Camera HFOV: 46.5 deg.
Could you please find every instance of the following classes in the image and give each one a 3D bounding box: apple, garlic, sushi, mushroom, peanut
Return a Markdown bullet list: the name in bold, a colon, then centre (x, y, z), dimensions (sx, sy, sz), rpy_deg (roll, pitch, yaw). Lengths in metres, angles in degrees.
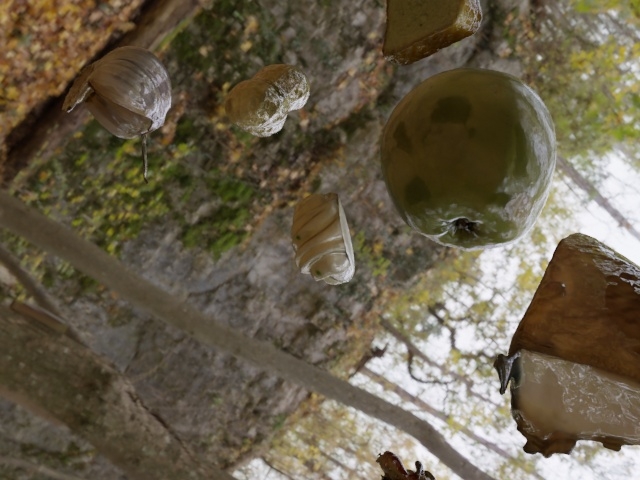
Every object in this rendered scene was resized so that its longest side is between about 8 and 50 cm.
- **apple**: centre (0.290, -0.160, 1.473), dimensions (0.357, 0.357, 0.357), rpy_deg (-37, -150, 26)
- **garlic**: centre (-0.391, -0.242, 1.412), dimensions (0.207, 0.207, 0.257), rpy_deg (14, -80, 61)
- **sushi**: centre (0.145, 0.407, 1.083), dimensions (0.097, 0.226, 0.103), rpy_deg (-35, -178, 36)
- **mushroom**: centre (0.466, 0.141, 1.107), dimensions (0.313, 0.224, 0.397), rpy_deg (11, -141, 26)
- **peanut**: centre (-0.097, -0.283, 1.504), dimensions (0.111, 0.125, 0.274), rpy_deg (2, -153, 27)

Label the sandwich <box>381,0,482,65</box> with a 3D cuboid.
- **sandwich**: centre (0.178, -0.428, 1.275), dimensions (0.186, 0.065, 0.215), rpy_deg (-14, -104, 44)

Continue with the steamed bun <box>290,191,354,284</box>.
- **steamed bun**: centre (0.000, 0.000, 1.376), dimensions (0.106, 0.183, 0.183), rpy_deg (-12, -144, 5)
